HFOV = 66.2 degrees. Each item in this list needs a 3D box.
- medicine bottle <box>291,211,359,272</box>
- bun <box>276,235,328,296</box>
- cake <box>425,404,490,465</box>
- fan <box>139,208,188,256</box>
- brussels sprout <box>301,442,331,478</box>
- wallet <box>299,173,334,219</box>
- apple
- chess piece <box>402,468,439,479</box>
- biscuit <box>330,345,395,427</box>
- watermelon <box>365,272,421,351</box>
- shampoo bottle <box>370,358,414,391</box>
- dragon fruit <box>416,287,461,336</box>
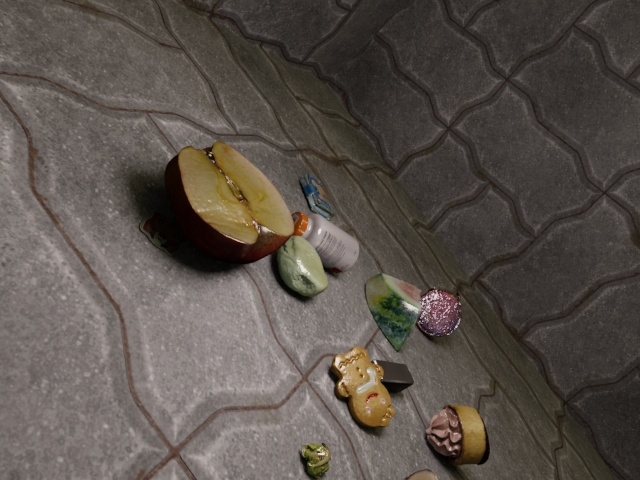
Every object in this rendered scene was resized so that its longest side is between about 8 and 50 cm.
[{"bbox_3d":[0.000,0.000,1.821,0.288,0.157,0.157,32,29,-36],"label":"medicine bottle"},{"bbox_3d":[-0.068,0.093,1.628,0.221,0.108,0.221,49,18,-22],"label":"bun"},{"bbox_3d":[0.443,0.659,1.643,0.178,0.185,0.208,-6,75,-13],"label":"cake"},{"bbox_3d":[-0.407,-0.041,1.337,0.132,0.009,0.220,46,25,-17],"label":"fan"},{"bbox_3d":[-0.001,0.521,1.178,0.085,0.058,0.085,59,14,-25],"label":"brussels sprout"},{"bbox_3d":[-0.019,-0.199,2.208,0.141,0.059,0.202,34,29,-48],"label":"wallet"},{"bbox_3d":[-0.255,-0.106,1.368,0.365,0.295,0.329,53,-10,4],"label":"apple"},{"bbox_3d":[0.324,0.764,1.315,0.261,0.142,0.143,54,23,-2],"label":"chess piece"},{"bbox_3d":[0.130,0.443,1.466,0.184,0.035,0.249,-14,72,-36],"label":"biscuit"},{"bbox_3d":[0.304,0.286,2.002,0.231,0.193,0.310,4,34,-34],"label":"watermelon"},{"bbox_3d":[0.211,0.451,1.626,0.246,0.080,0.079,22,36,-47],"label":"shampoo bottle"},{"bbox_3d":[0.531,0.338,2.277,0.148,0.218,0.224,89,12,-77],"label":"dragon fruit"}]
